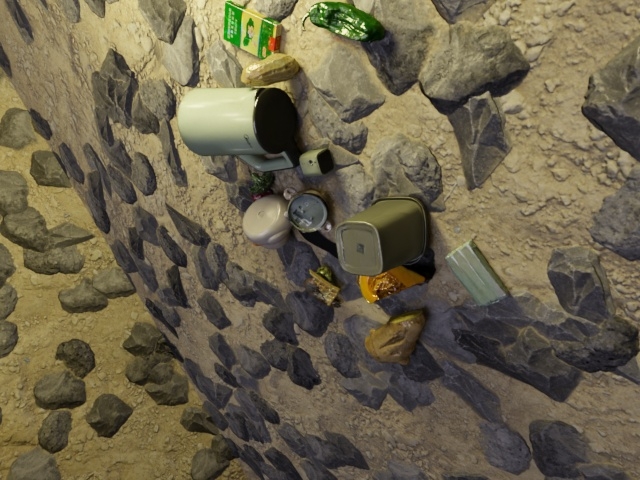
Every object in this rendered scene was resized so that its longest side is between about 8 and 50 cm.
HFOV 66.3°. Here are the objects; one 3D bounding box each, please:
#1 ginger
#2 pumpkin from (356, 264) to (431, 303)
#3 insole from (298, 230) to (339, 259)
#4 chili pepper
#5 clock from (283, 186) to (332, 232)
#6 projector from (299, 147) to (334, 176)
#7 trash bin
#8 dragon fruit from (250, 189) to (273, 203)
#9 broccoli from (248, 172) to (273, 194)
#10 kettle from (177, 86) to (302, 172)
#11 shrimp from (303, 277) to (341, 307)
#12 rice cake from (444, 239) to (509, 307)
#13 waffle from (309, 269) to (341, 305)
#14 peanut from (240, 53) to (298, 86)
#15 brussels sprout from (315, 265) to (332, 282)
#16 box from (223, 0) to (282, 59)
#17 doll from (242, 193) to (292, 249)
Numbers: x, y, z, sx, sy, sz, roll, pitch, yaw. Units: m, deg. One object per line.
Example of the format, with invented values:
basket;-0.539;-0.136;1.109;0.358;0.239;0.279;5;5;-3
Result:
ginger;0.285;0.360;1.824;0.190;0.126;0.354;45;139;18
pumpkin;0.259;0.104;1.713;0.279;0.111;0.163;-28;77;40
insole;0.000;0.000;1.932;0.253;0.005;0.086;35;136;21
chili pepper;0.062;-0.628;1.406;0.257;0.074;0.100;29;132;24
clock;-0.047;-0.106;1.799;0.156;0.063;0.229;-43;104;13
projector;-0.012;-0.270;1.703;0.082;0.083;0.083;2;118;41
trash bin;0.189;-0.009;1.544;0.220;0.250;0.219;1;106;40
dragon fruit;-0.239;-0.151;2.002;0.097;0.063;0.131;12;124;37
broccoli;-0.239;-0.230;1.933;0.092;0.095;0.097;45;147;-9
kettle;-0.271;-0.386;1.774;0.377;0.250;0.361;9;142;35
shrimp;0.008;0.217;2.012;0.188;0.051;0.132;28;153;12
rice cake;0.491;0.110;1.538;0.211;0.038;0.124;51;138;3
waffle;-0.003;0.189;1.952;0.153;0.023;0.097;34;122;-3
peanut;-0.168;-0.558;1.602;0.083;0.194;0.093;63;-164;-87
brussels sprout;0.016;0.137;1.972;0.085;0.058;0.085;20;142;17
box;-0.233;-0.703;1.651;0.235;0.034;0.132;33;134;20
doll;-0.184;-0.059;1.944;0.251;0.221;0.221;-37;90;16
